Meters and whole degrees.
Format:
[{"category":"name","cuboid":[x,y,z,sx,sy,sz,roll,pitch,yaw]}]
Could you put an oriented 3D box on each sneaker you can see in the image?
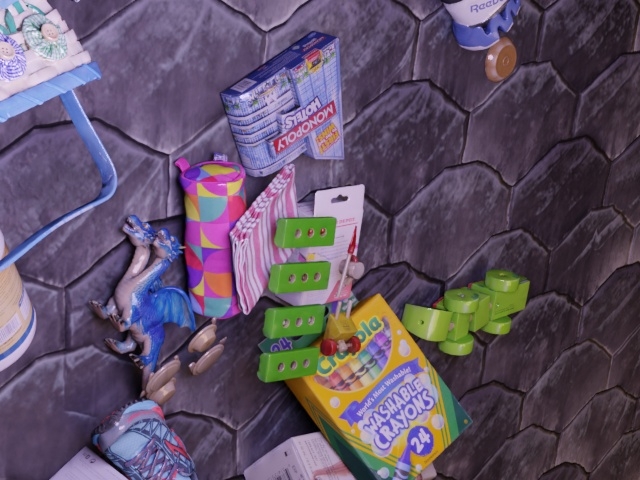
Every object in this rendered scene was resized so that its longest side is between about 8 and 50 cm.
[{"category":"sneaker","cuboid":[0.289,-0.482,1.887,0.315,0.127,0.182,-59,140,-5]},{"category":"sneaker","cuboid":[-0.233,0.320,1.687,0.104,0.125,0.262,-39,148,-4]}]

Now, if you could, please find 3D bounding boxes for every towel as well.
[{"category":"towel","cuboid":[-0.073,-0.003,1.701,0.197,0.029,0.144,-54,150,-46]}]

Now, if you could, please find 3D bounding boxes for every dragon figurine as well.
[{"category":"dragon figurine","cuboid":[-0.235,0.103,1.654,0.144,0.085,0.289,-39,133,-27]}]

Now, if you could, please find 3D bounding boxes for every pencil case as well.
[{"category":"pencil case","cuboid":[-0.152,-0.006,1.684,0.104,0.104,0.236,-23,123,-37]}]

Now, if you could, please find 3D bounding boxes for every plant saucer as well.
[{"category":"plant saucer","cuboid":[0.327,-0.323,2.086,0.083,0.015,0.083,-22,123,-38]}]

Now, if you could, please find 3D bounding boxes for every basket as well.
[{"category":"basket","cuboid":[-0.359,-0.132,1.279,0.255,0.201,0.289,-46,122,-52]}]

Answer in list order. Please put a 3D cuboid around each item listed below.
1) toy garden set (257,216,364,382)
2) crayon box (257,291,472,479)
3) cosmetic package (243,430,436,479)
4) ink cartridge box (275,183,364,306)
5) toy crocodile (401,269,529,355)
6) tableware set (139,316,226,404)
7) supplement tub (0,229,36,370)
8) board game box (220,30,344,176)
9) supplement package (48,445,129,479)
[{"category":"toy garden set","cuboid":[-0.012,0.081,1.764,0.204,0.049,0.244,-2,104,-46]},{"category":"crayon box","cuboid":[0.076,0.236,1.909,0.203,0.083,0.323,-39,94,-27]},{"category":"cosmetic package","cuboid":[0.037,0.401,2.002,0.296,0.129,0.153,-4,151,-44]},{"category":"ink cartridge box","cuboid":[0.000,0.000,1.863,0.115,0.067,0.198,-11,117,-43]},{"category":"toy crocodile","cuboid":[0.286,0.127,2.205,0.340,0.105,0.115,-18,121,-45]},{"category":"tableware set","cuboid":[-0.201,0.184,1.706,0.169,0.020,0.141,-39,162,-26]},{"category":"supplement tub","cuboid":[-0.429,0.051,1.370,0.144,0.144,0.199,-38,140,-28]},{"category":"board game box","cuboid":[-0.037,-0.181,1.744,0.194,0.060,0.194,-39,131,-27]},{"category":"supplement package","cuboid":[-0.361,0.442,1.649,0.244,0.134,0.139,-44,134,-23]}]
